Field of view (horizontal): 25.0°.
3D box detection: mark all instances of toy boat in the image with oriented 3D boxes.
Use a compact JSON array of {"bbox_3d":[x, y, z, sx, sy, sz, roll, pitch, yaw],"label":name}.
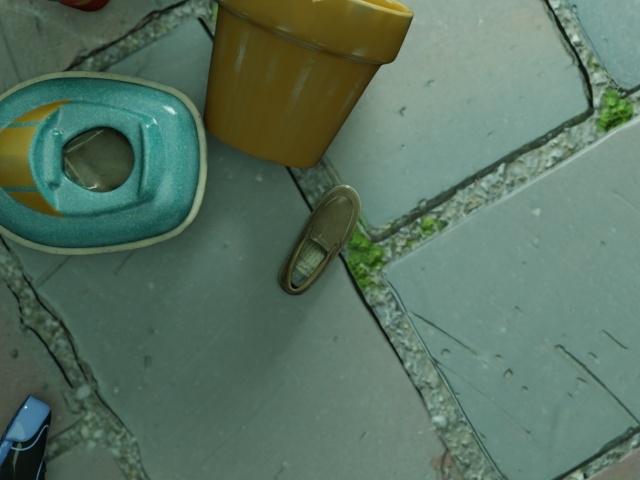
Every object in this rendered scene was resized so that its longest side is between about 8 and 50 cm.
[{"bbox_3d":[-0.252,-0.144,1.467,0.267,0.148,0.318,-4,87,9],"label":"toy boat"}]

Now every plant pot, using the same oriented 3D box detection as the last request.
[{"bbox_3d":[-0.032,-0.184,1.489,0.205,0.205,0.188,20,104,-6],"label":"plant pot"}]

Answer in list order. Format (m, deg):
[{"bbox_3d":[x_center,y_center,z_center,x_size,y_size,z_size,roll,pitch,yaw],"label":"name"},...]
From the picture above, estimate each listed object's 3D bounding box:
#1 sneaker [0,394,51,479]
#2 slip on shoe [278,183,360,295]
[{"bbox_3d":[-0.319,0.280,1.522,0.090,0.081,0.232,23,96,-9],"label":"sneaker"},{"bbox_3d":[0.000,0.000,1.563,0.051,0.041,0.135,37,88,-6],"label":"slip on shoe"}]
